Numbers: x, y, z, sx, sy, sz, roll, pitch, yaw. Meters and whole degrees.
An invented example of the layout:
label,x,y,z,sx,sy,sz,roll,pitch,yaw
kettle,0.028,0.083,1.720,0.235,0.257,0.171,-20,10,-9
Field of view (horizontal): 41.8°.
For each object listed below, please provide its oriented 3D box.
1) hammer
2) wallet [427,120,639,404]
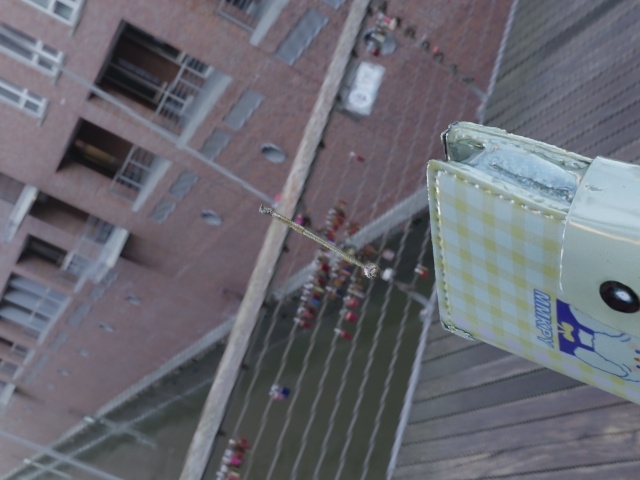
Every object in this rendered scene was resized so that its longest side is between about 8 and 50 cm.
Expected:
label,x,y,z,sx,sy,sz,roll,pitch,yaw
hammer,0.000,0.000,0.745,0.014,0.123,0.029,-59,8,1
wallet,0.217,0.043,0.563,0.309,0.223,0.077,21,59,31
